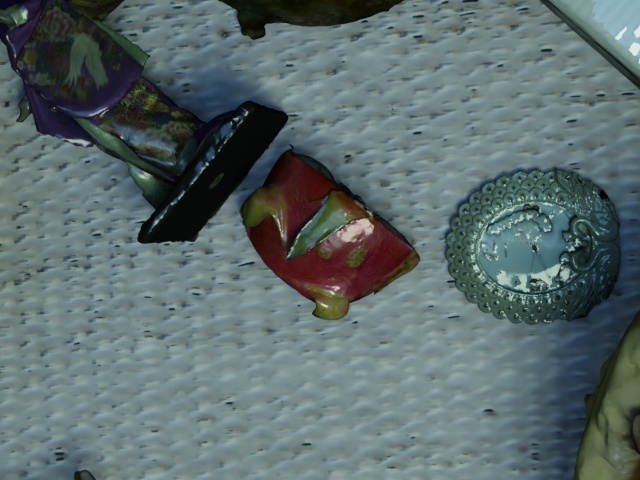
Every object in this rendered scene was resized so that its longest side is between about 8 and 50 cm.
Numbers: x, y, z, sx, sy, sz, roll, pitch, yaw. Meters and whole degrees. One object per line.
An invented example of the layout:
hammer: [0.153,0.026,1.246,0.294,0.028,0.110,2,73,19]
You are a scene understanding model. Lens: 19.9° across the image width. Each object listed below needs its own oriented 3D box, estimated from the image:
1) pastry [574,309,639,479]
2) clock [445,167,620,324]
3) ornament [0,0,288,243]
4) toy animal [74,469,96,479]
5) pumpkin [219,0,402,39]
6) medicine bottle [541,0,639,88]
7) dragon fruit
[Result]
pastry: [0.235,0.107,0.793,0.256,0.170,0.236,12,115,-1]
clock: [0.101,0.004,0.866,0.083,0.010,0.074,-4,95,6]
ornament: [-0.119,-0.088,0.842,0.203,0.081,0.088,42,96,1]
toy animal: [-0.174,0.160,0.859,0.160,0.197,0.272,-14,137,-10]
pumpkin: [0.034,-0.186,0.811,0.279,0.111,0.163,-15,98,5]
medicine bottle: [0.212,-0.205,0.744,0.190,0.190,0.332,37,100,1]
dragon fruit: [0.000,0.000,0.851,0.083,0.060,0.056,43,93,-2]
